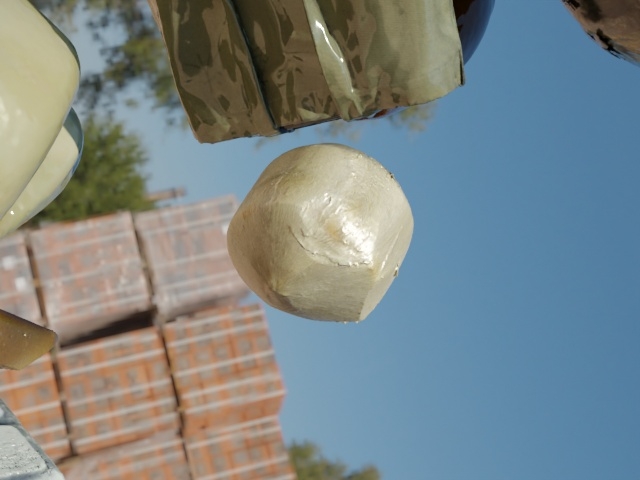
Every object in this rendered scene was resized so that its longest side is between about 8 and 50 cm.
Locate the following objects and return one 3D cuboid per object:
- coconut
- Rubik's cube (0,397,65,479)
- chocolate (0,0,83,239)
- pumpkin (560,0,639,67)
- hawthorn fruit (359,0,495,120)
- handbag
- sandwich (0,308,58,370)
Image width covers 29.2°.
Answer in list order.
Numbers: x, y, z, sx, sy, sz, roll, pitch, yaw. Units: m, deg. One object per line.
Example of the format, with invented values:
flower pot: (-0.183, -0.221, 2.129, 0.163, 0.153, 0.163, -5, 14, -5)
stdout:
coconut: (0.000, 0.000, 1.731, 0.245, 0.245, 0.247, 93, 20, -51)
Rubik's cube: (-0.319, 0.201, 0.701, 0.256, 0.253, 0.259, 35, -59, 48)
chocolate: (-0.388, -0.112, 1.182, 0.297, 0.326, 0.314, 45, -15, -19)
pumpkin: (0.445, -0.415, 1.516, 0.344, 0.454, 0.454, -30, -112, 38)
hawthorn fruit: (0.086, -0.317, 1.655, 0.308, 0.324, 0.308, 34, -51, 56)
handbag: (-0.026, -0.221, 1.069, 0.109, 0.316, 0.253, -40, 117, -53)
sandwich: (-0.486, 0.132, 1.751, 0.258, 0.094, 0.096, 31, 68, -50)
